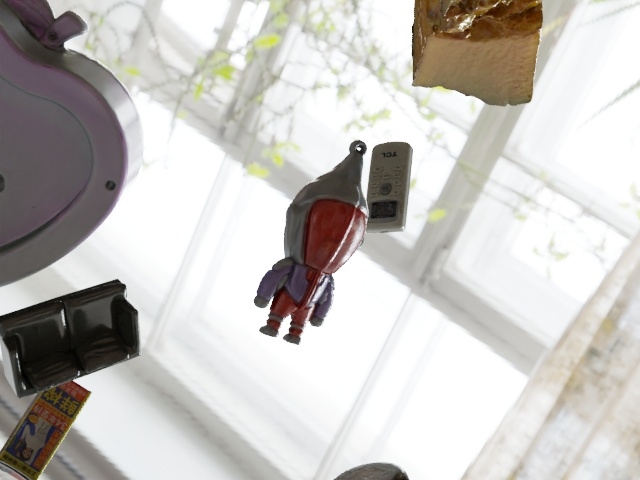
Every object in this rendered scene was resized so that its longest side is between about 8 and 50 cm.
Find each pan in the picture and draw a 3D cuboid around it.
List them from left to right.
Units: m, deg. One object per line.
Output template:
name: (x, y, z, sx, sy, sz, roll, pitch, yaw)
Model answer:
pan: (0.015, 0.333, 1.538, 0.040, 0.212, 0.115, 66, -159, -11)

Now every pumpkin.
pumpkin: (0.149, -0.249, 1.091, 0.130, 0.248, 0.126, -2, -128, -9)

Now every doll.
doll: (0.000, 0.000, 1.250, 0.102, 0.228, 0.075, 19, -178, -37)

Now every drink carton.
drink carton: (-0.424, 0.286, 1.811, 0.071, 0.056, 0.166, 35, -122, -9)

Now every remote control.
remote control: (0.132, -0.105, 2.313, 0.087, 0.190, 0.029, -2, 157, 26)

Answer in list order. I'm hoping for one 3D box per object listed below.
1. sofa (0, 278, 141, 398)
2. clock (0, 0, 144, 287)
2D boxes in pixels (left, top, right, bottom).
sofa: (-0.267, 0.106, 1.276, 0.147, 0.085, 0.060, -17, -146, -29)
clock: (-0.365, -0.115, 1.284, 0.338, 0.339, 0.102, 22, -163, -6)
